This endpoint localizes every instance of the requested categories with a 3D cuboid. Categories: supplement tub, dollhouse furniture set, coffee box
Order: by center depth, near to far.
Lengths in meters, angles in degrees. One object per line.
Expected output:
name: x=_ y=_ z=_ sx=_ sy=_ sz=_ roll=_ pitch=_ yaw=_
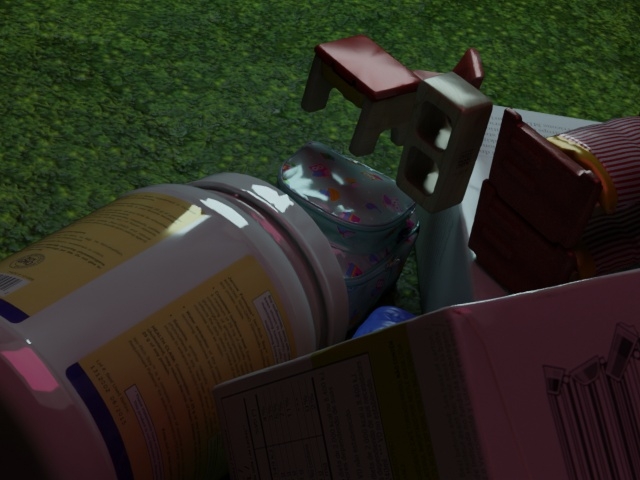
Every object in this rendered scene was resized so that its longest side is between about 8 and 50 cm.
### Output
coffee box: x=0.170 y=0.204 z=0.829 sx=0.338 sy=0.334 sz=0.338 roll=-8 pitch=81 yaw=-28
supplement tub: x=-0.154 y=0.097 z=1.042 sx=0.241 sy=0.241 sz=0.331 roll=32 pitch=40 yaw=23
dollhouse furniture set: x=0.177 y=-0.113 z=1.227 sx=0.201 sy=0.152 sz=0.374 roll=-17 pitch=46 yaw=-34

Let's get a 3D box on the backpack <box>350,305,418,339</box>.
backpack: x=0.064 y=0.118 z=1.186 sx=0.098 sy=0.120 sz=0.101 roll=20 pitch=37 yaw=10

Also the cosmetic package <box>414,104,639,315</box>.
cosmetic package: x=0.228 y=0.056 z=1.284 sx=0.230 sy=0.161 sz=0.453 roll=9 pitch=37 yaw=-7

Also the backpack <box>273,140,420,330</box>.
backpack: x=0.000 y=0.000 z=1.305 sx=0.166 sy=0.144 sz=0.188 roll=30 pitch=42 yaw=12
